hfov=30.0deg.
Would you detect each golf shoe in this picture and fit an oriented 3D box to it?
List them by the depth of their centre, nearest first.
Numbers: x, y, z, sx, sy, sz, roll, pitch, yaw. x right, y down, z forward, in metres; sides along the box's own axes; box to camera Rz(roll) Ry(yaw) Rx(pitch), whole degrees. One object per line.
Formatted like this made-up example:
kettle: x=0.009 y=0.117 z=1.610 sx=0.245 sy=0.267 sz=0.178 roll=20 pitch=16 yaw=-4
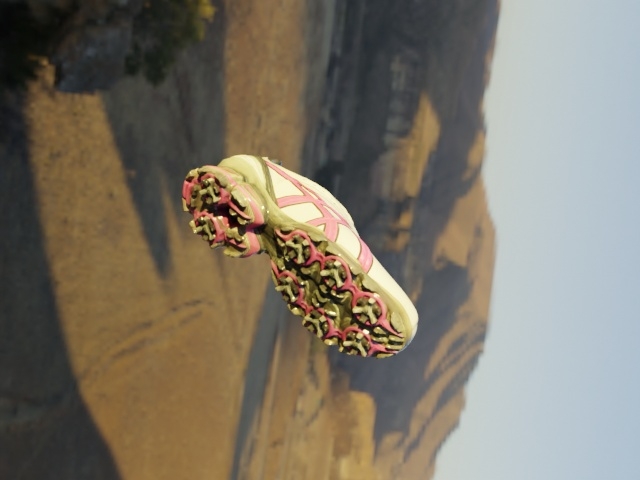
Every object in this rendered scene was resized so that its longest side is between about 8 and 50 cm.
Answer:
golf shoe: x=0.000 y=0.000 z=0.755 sx=0.086 sy=0.186 sz=0.067 roll=-23 pitch=143 yaw=-41
